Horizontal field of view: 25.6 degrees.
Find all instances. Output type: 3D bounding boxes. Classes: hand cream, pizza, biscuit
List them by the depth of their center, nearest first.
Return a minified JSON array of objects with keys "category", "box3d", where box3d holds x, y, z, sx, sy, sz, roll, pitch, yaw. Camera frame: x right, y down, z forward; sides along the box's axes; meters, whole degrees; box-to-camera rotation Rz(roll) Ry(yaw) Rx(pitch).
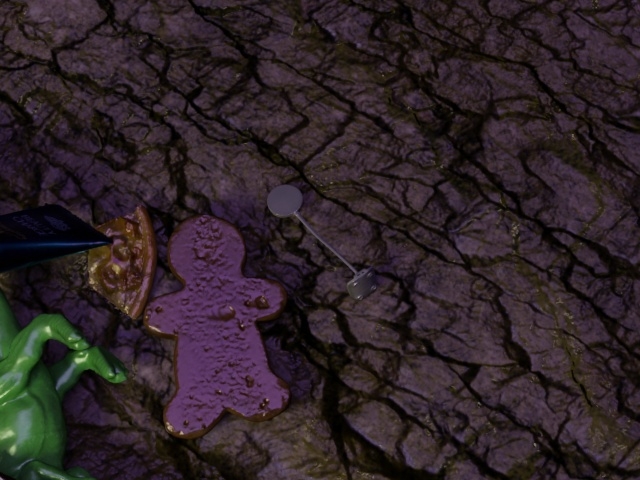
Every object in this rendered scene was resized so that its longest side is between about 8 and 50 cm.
[{"category":"hand cream","box3d":[-0.406,0.002,1.839,0.120,0.270,0.061,30,116,30]},{"category":"biscuit","box3d":[-0.139,0.110,1.900,0.197,0.049,0.301,-9,74,-8]},{"category":"pizza","box3d":[-0.273,0.028,1.927,0.099,0.036,0.160,3,73,0]}]

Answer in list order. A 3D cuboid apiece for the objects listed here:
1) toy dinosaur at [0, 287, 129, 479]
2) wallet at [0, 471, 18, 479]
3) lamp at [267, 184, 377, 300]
[{"category":"toy dinosaur","box3d":[-0.462,0.223,1.849,0.500,0.144,0.374,33,88,19]},{"category":"wallet","box3d":[-0.343,0.375,1.725,0.243,0.039,0.133,24,95,1]},{"category":"lamp","box3d":[0.000,0.000,1.951,0.050,0.056,0.198,-39,67,-11]}]
